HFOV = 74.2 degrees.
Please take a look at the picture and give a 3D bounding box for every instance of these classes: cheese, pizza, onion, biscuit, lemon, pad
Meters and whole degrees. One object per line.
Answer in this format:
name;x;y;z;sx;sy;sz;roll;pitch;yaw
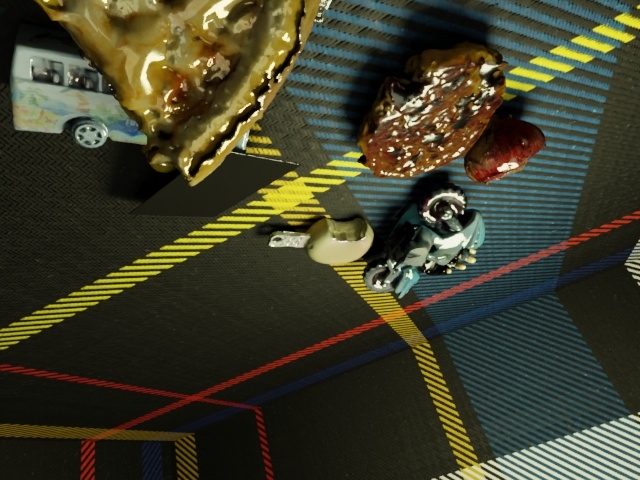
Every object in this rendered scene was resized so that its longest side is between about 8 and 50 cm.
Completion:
cheese;0.000;0.000;1.123;0.286;0.082;0.163;2;142;-28
pizza;-0.129;-0.312;0.474;0.391;0.080;0.435;-33;134;0
onion;0.404;-0.214;0.957;0.183;0.147;0.184;-26;-176;2
biscuit;0.211;-0.248;0.846;0.289;0.081;0.334;-7;151;-19
lemon;-0.280;-0.153;0.759;0.062;0.062;0.083;-11;148;-12
pad;-0.208;-0.099;0.819;0.299;0.005;0.202;-23;165;40

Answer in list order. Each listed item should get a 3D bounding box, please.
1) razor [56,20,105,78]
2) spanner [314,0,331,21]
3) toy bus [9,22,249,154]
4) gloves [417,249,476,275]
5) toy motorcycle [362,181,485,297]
razor;-0.333;-0.304;0.468;0.093;0.056;0.324;-39;131;5
spanner;0.030;-0.381;0.608;0.208;0.012;0.046;-38;142;29
toy bus;-0.266;-0.213;0.641;0.329;0.109;0.136;1;133;-29
gloves;0.385;0.042;1.335;0.203;0.124;0.165;-2;128;-11
toy motorcycle;0.298;0.025;1.190;0.232;0.172;0.416;19;126;-19
